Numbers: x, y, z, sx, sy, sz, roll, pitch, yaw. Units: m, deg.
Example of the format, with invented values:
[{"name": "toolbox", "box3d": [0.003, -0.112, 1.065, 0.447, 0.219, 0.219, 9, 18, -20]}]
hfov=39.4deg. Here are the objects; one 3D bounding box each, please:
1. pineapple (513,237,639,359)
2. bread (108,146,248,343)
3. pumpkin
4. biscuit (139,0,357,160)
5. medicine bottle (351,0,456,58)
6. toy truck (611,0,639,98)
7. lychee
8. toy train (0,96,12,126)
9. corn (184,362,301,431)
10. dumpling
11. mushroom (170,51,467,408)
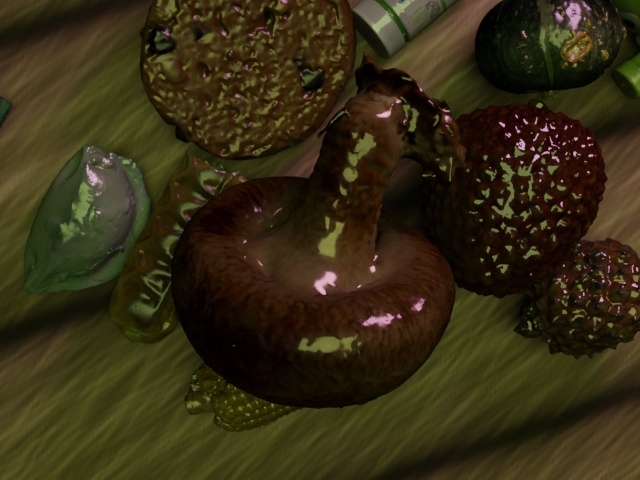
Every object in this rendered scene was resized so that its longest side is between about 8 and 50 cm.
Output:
[{"name": "pineapple", "box3d": [0.349, 0.083, 1.207, 0.193, 0.166, 0.166, -26, 96, 0]}, {"name": "bread", "box3d": [-0.193, 0.014, 1.192, 0.087, 0.098, 0.269, 29, 92, 36]}, {"name": "pumpkin", "box3d": [0.295, -0.259, 1.164, 0.190, 0.190, 0.146, -25, 93, -3]}, {"name": "biscuit", "box3d": [-0.093, -0.249, 1.168, 0.296, 0.075, 0.296, -4, 109, -13]}, {"name": "medicine bottle", "box3d": [0.133, -0.334, 1.194, 0.183, 0.086, 0.086, -41, 96, -2]}, {"name": "toy truck", "box3d": [0.474, -0.316, 1.204, 0.187, 0.148, 0.210, -25, 116, -6]}, {"name": "lychee", "box3d": [0.239, -0.058, 1.148, 0.236, 0.236, 0.271, 28, 73, -6]}, {"name": "toy train", "box3d": [-0.511, -0.111, 1.097, 0.145, 0.202, 0.266, 29, 91, -5]}, {"name": "corn", "box3d": [-0.027, 0.165, 1.201, 0.322, 0.119, 0.119, -23, 96, -5]}, {"name": "dumpling", "box3d": [-0.301, -0.012, 1.171, 0.149, 0.105, 0.216, 31, 90, -6]}, {"name": "mushroom", "box3d": [0.011, 0.018, 1.035, 0.334, 0.356, 0.331, -27, 70, -38]}]
